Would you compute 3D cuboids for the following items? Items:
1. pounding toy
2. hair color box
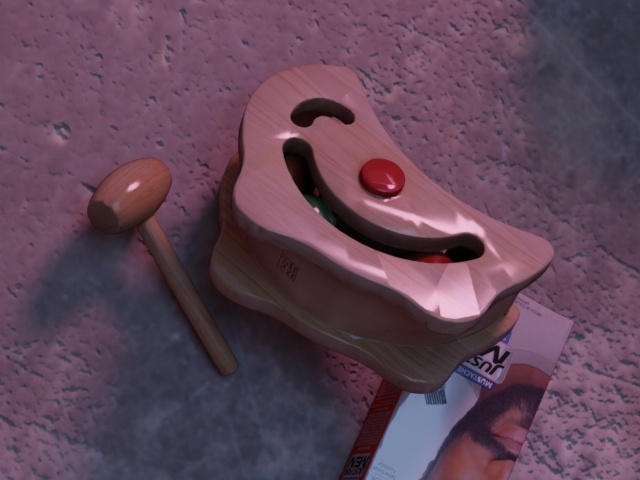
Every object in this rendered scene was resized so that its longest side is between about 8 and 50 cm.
[{"bbox_3d":[0.000,0.000,1.148,0.269,0.155,0.154,28,48,5],"label":"pounding toy"},{"bbox_3d":[0.089,0.108,1.181,0.093,0.053,0.167,28,75,-13],"label":"hair color box"}]
